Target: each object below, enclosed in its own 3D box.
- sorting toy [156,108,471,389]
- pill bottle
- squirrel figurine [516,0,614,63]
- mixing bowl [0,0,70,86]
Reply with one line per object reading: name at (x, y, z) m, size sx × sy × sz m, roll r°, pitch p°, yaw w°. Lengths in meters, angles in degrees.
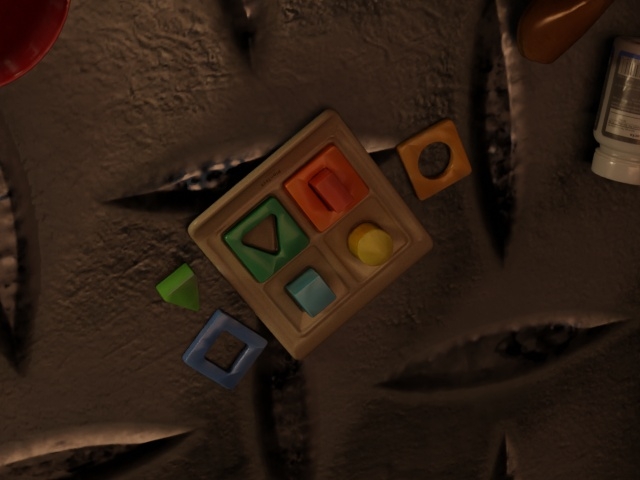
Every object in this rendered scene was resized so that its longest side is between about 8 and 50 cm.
sorting toy at (0.000, 0.000, 1.345) m, size 0.347 × 0.047 × 0.196 m, roll -41°, pitch 118°, yaw -4°
pill bottle at (0.316, -0.129, 1.405) m, size 0.078 × 0.078 × 0.137 m, roll 3°, pitch 108°, yaw -22°
squirrel figurine at (0.202, -0.407, 1.193) m, size 0.370 × 0.281 × 0.397 m, roll 34°, pitch 80°, yaw -18°
mixing bowl at (-0.296, -0.214, 1.121) m, size 0.181 × 0.098 × 0.181 m, roll -8°, pitch 111°, yaw -20°
